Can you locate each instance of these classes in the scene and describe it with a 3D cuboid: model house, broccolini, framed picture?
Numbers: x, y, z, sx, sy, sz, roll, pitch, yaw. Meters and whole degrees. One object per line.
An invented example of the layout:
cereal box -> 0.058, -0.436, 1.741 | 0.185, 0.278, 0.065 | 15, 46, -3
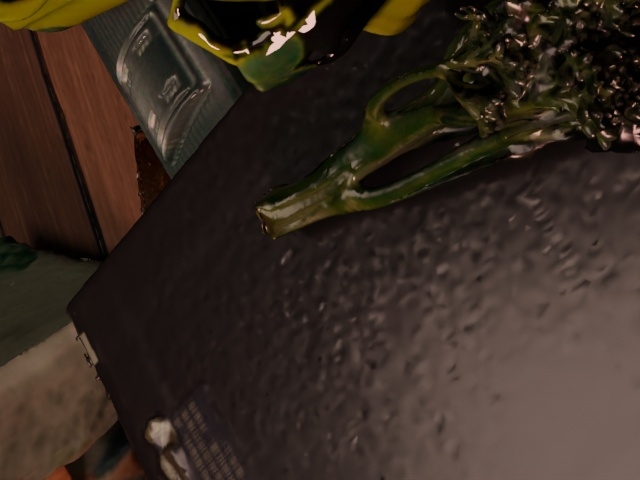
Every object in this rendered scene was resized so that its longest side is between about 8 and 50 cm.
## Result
model house -> -0.199, 0.188, 0.973 | 0.267, 0.194, 0.325 | 12, 127, 53
broccolini -> 0.034, -0.037, 0.483 | 0.201, 0.058, 0.074 | -28, 65, 35
framed picture -> 0.036, 0.026, 0.530 | 0.338, 0.014, 0.255 | -47, 62, 29

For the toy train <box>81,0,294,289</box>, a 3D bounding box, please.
toy train -> 0.000, 0.000, 0.625 | 0.409, 0.089, 0.086 | 59, 140, 24

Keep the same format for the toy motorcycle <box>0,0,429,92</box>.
toy motorcycle -> -0.058, -0.151, 0.529 | 0.342, 0.142, 0.206 | -4, 58, 40

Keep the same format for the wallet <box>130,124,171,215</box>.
wallet -> -0.070, 0.047, 0.808 | 0.122, 0.031, 0.232 | 23, 121, 57
